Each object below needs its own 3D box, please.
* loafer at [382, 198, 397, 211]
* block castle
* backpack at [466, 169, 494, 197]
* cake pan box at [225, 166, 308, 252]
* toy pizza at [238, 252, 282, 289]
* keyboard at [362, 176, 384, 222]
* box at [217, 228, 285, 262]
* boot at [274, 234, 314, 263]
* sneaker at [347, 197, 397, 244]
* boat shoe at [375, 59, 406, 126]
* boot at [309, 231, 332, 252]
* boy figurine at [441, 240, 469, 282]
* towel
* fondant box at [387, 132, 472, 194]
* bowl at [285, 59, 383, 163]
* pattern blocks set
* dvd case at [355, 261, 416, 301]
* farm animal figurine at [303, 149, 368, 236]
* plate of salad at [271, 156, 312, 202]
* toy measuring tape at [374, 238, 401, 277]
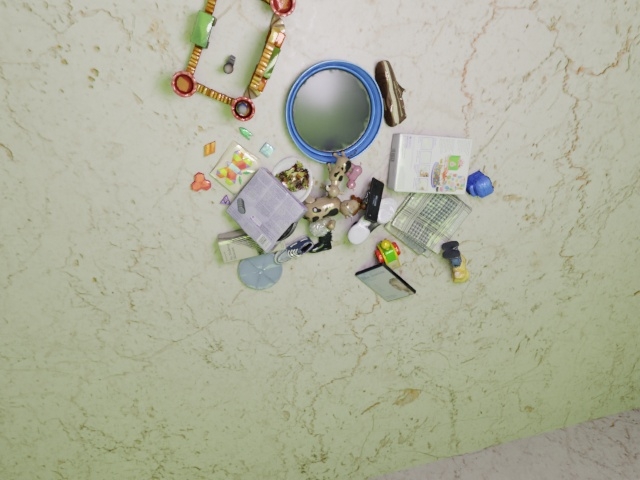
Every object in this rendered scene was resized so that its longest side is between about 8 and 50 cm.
[{"bbox_3d":[0.284,-0.156,1.825,0.148,0.056,0.050,31,99,-22],"label":"loafer"},{"bbox_3d":[-0.295,-0.668,1.387,0.303,0.213,0.453,19,109,-19],"label":"block castle"},{"bbox_3d":[0.718,-0.243,1.835,0.101,0.120,0.098,-33,117,5],"label":"backpack"},{"bbox_3d":[-0.215,-0.119,1.642,0.267,0.070,0.246,44,109,9],"label":"cake pan box"},{"bbox_3d":[-0.274,0.133,1.863,0.201,0.032,0.201,-5,115,-11],"label":"toy pizza"},{"bbox_3d":[0.214,-0.170,1.691,0.108,0.023,0.180,17,81,-44],"label":"keyboard"},{"bbox_3d":[-0.297,0.005,1.764,0.275,0.094,0.113,-15,117,-5],"label":"box"},{"bbox_3d":[-0.119,0.048,1.808,0.190,0.086,0.069,-37,115,-3],"label":"boot"},{"bbox_3d":[0.219,-0.087,1.797,0.268,0.153,0.101,-42,92,-3],"label":"sneaker"},{"bbox_3d":[0.288,-0.591,1.616,0.095,0.095,0.257,-26,124,-14],"label":"boat shoe"},{"bbox_3d":[0.000,0.000,1.848,0.121,0.045,0.099,-12,119,-14],"label":"boot"},{"bbox_3d":[0.663,0.112,1.979,0.092,0.177,0.285,-10,143,22],"label":"boy figurine"},{"bbox_3d":[0.505,-0.098,1.897,0.312,0.056,0.324,32,106,-22],"label":"towel"},{"bbox_3d":[0.466,-0.326,1.739,0.330,0.096,0.238,2,103,-11],"label":"fondant box"},{"bbox_3d":[0.053,-0.504,1.608,0.391,0.077,0.391,-4,116,-9],"label":"bowl"},{"bbox_3d":[-0.348,-0.293,1.654,0.285,0.026,0.325,25,107,-21],"label":"pattern blocks set"},{"bbox_3d":[0.315,0.205,1.963,0.253,0.022,0.180,39,138,-24],"label":"dvd case"},{"bbox_3d":[0.060,-0.168,1.662,0.327,0.172,0.330,-27,135,4],"label":"farm animal figurine"},{"bbox_3d":[-0.126,-0.241,1.654,0.200,0.048,0.199,0,91,25],"label":"plate of salad"},{"bbox_3d":[0.332,0.091,1.945,0.121,0.121,0.330,-26,139,2],"label":"toy measuring tape"}]
